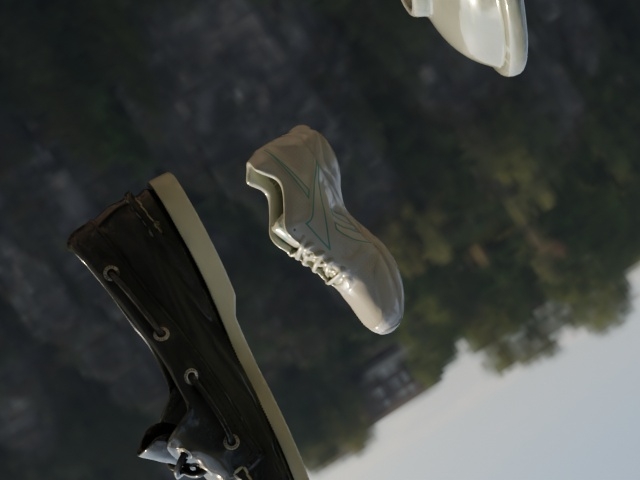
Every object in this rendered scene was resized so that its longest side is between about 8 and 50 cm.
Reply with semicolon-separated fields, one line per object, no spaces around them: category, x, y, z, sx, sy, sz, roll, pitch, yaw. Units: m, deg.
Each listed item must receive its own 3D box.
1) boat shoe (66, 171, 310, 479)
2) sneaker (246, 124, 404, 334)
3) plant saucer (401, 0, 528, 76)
boat shoe;-0.095;0.124;1.200;0.113;0.340;0.127;-23;-173;-11
sneaker;0.000;0.000;1.042;0.061;0.152;0.054;-27;173;-37
plant saucer;0.114;-0.357;1.697;0.101;0.400;0.400;-18;179;-1
